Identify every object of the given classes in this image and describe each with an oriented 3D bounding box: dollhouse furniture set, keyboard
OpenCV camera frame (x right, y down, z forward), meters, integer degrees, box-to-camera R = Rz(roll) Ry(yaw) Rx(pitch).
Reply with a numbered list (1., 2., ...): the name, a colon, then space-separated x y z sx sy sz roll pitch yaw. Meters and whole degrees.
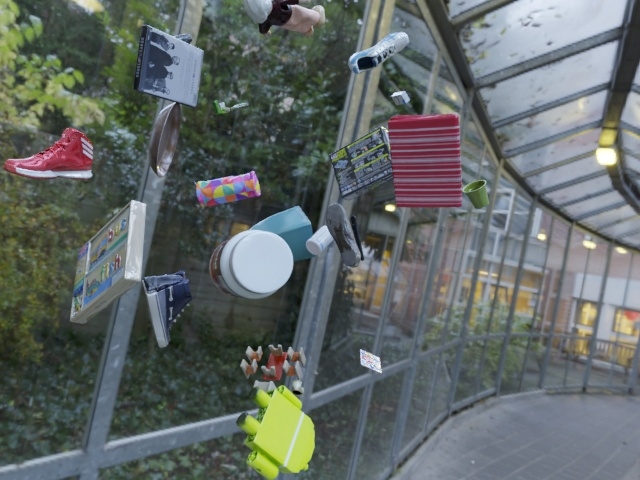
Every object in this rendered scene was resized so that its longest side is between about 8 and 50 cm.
1. dollhouse furniture set: -0.212 0.593 2.244 0.262 0.135 0.259 -3 38 17
2. dollhouse furniture set: -0.408 -0.611 2.297 0.152 0.058 0.076 -25 15 -29
3. keyboard: 0.143 -0.010 2.015 0.023 0.180 0.108 -11 2 2

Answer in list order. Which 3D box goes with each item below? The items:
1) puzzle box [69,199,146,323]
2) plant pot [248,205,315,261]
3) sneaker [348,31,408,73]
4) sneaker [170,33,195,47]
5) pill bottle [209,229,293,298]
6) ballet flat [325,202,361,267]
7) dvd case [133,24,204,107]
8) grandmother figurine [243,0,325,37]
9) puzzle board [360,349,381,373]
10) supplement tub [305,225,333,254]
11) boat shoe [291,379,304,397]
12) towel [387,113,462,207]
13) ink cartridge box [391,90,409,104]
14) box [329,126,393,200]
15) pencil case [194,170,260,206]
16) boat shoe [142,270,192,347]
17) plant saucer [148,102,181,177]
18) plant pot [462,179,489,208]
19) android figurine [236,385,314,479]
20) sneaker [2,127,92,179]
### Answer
1. puzzle box: -0.686 0.075 1.642 0.052 0.271 0.409 20 -39 -40
2. plant pot: -0.163 -0.008 2.078 0.235 0.165 0.165 -16 34 -14
3. sneaker: 0.217 -0.674 1.859 0.237 0.086 0.085 -27 -39 3
4. sneaker: -0.511 -0.687 1.944 0.078 0.106 0.234 52 -21 21
5. pill bottle: -0.236 0.082 1.710 0.224 0.223 0.392 13 -10 -18
6. ballet flat: 0.084 -0.017 1.756 0.084 0.249 0.058 -34 -30 25
7. dvd case: -0.442 -0.505 1.509 0.030 0.179 0.239 14 8 25
8. grandmother figurine: -0.131 -0.762 1.725 0.208 0.104 0.342 -41 -14 31
9. puzzle board: 0.217 0.519 2.205 0.097 0.011 0.128 24 17 -4
10. supplement tub: 0.000 0.000 1.941 0.071 0.070 0.107 10 39 35
11. boat shoe: -0.100 0.652 2.208 0.056 0.048 0.153 5 -38 2
12. towel: 0.301 -0.224 1.464 0.199 0.274 0.031 2 27 23
13. ink cartridge box: 0.339 -0.610 2.199 0.048 0.028 0.083 52 -20 -25
14. box: 0.184 -0.318 2.143 0.270 0.216 0.060 -25 -19 29
15. pencil case: -0.341 -0.191 1.875 0.237 0.104 0.104 -8 -4 4
16. boat shoe: -0.546 0.258 1.885 0.158 0.340 0.127 -15 46 -22
17. plant saucer: -0.623 -0.406 2.042 0.050 0.310 0.310 16 -3 -7
18. plant pot: 0.545 -0.155 1.770 0.083 0.079 0.083 -25 19 9
19. android figurine: -0.113 0.538 1.434 0.056 0.248 0.273 -26 -62 36
20. sneaker: -0.664 -0.220 1.261 0.087 0.127 0.221 18 13 23
